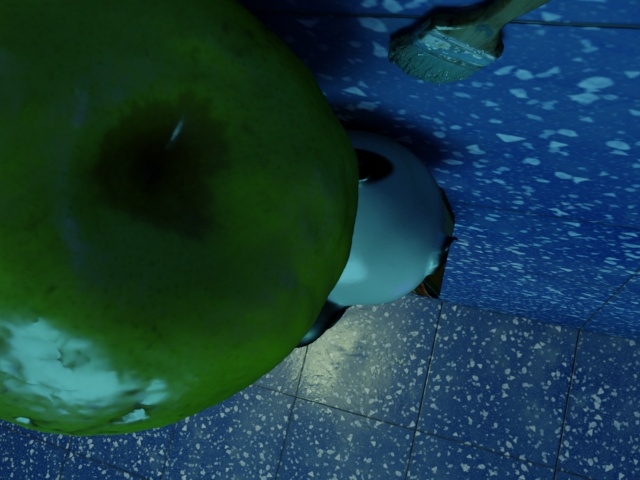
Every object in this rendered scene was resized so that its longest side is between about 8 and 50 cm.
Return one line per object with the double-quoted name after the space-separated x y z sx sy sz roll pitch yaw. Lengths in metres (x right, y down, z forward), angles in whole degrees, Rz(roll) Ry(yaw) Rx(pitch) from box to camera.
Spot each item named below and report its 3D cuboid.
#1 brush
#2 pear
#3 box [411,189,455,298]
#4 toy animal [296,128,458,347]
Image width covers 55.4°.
0.114 -0.150 0.413 0.070 0.021 0.196 17 168 -19 "brush"
-0.166 -0.027 0.509 0.392 0.390 0.391 13 171 2 "pear"
0.095 -0.001 0.958 0.195 0.148 0.177 10 169 20 "box"
0.000 0.000 0.746 0.251 0.250 0.310 21 141 -40 "toy animal"
